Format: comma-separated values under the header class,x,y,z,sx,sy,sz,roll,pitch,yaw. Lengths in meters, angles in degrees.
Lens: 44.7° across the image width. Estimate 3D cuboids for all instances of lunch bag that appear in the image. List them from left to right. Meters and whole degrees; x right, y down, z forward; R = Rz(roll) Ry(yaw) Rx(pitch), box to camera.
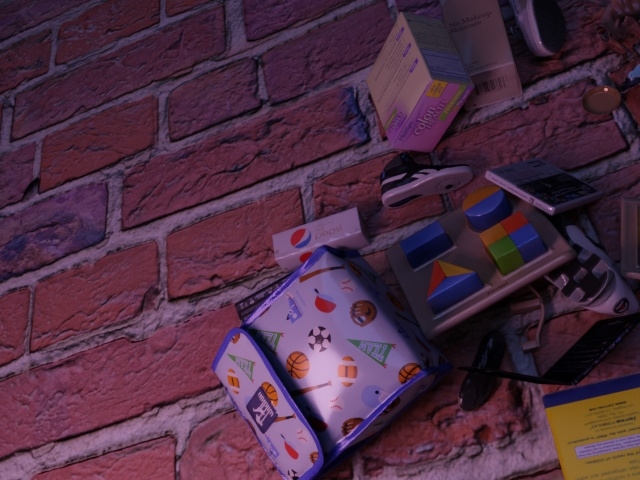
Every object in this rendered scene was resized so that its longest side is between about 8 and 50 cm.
class,x,y,z,sx,sy,sz,roll,pitch,yaw
lunch bag,-0.002,0.252,1.509,0.385,0.239,0.328,-43,69,15

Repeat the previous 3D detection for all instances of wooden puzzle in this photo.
class,x,y,z,sx,sy,sz,roll,pitch,yaw
wooden puzzle,0.297,0.012,1.567,0.322,0.080,0.348,-31,29,7
wooden puzzle,0.673,-0.001,1.441,0.221,0.044,0.239,9,43,13

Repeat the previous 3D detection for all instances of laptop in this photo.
class,x,y,z,sx,sy,sz,roll,pitch,yaw
laptop,0.399,0.185,1.384,0.264,0.234,0.136,-43,83,-5

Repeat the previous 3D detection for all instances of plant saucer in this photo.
class,x,y,z,sx,sy,sz,roll,pitch,yaw
plant saucer,0.629,-0.310,1.741,0.083,0.015,0.083,-12,56,18

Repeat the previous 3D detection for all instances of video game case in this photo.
class,x,y,z,sx,sy,sz,roll,pitch,yaw
video game case,0.466,-0.116,1.619,0.190,0.022,0.173,-16,40,-40

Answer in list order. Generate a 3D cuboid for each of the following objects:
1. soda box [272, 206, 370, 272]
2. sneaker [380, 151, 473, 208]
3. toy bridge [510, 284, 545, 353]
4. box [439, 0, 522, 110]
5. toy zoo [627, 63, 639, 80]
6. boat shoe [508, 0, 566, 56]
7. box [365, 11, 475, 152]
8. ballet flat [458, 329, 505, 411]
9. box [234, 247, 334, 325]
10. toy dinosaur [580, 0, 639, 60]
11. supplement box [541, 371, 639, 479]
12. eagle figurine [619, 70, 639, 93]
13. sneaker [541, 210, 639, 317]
class,x,y,z,sx,sy,sz,roll,pitch,yaw
soda box,0.000,0.000,1.800,0.216,0.069,0.074,-19,55,14
sneaker,0.235,-0.164,1.788,0.217,0.079,0.121,-17,57,16
toy bridge,0.414,0.132,1.560,0.063,0.026,0.188,-15,56,12
box,0.385,-0.484,1.891,0.148,0.121,0.311,-16,56,16
toy zoo,0.766,-0.307,1.552,0.293,0.030,0.192,11,99,13
boat shoe,0.511,-0.561,1.901,0.103,0.118,0.320,-42,45,44
box,0.226,-0.370,1.824,0.117,0.213,0.243,4,50,-24
ballet flat,0.318,0.258,1.525,0.057,0.049,0.173,27,77,5
box,-0.038,0.171,1.719,0.270,0.060,0.216,-30,54,6
toy dinosaur,0.730,-0.516,1.761,0.295,0.127,0.200,-24,57,-1
supplement box,0.505,0.419,1.239,0.195,0.194,0.357,-17,56,15
eagle figurine,0.803,-0.404,1.642,0.226,0.225,0.298,-99,29,-72
sneaker,0.505,0.051,1.529,0.122,0.146,0.330,-51,26,20
